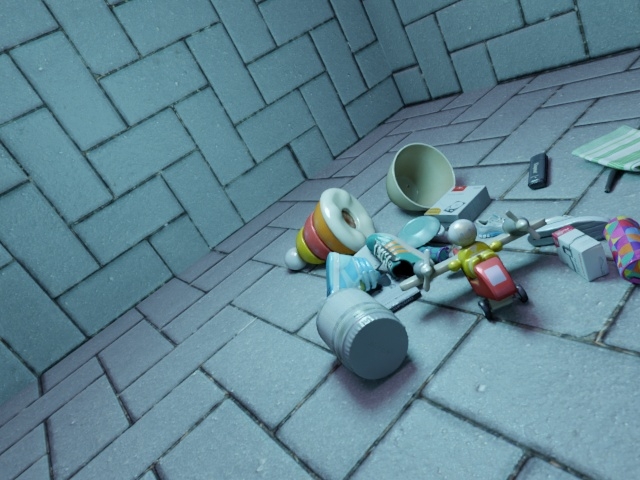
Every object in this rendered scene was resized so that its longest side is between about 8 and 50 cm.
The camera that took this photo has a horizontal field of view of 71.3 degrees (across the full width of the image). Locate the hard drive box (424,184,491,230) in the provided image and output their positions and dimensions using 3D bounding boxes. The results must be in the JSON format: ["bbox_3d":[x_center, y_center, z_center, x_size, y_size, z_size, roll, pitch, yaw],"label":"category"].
[{"bbox_3d":[0.599,-0.141,1.951,0.232,0.089,0.181,-41,25,-28],"label":"hard drive box"}]

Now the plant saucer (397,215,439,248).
[{"bbox_3d":[0.395,-0.045,1.848,0.195,0.037,0.194,-29,29,18],"label":"plant saucer"}]

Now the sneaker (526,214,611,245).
[{"bbox_3d":[0.819,-0.049,1.476,0.258,0.094,0.091,-8,35,43],"label":"sneaker"}]

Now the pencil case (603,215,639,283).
[{"bbox_3d":[0.871,0.026,1.252,0.105,0.104,0.236,-17,23,29],"label":"pencil case"}]

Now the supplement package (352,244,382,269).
[{"bbox_3d":[0.161,0.118,1.846,0.179,0.105,0.105,-40,-11,-25],"label":"supplement package"}]

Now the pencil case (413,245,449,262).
[{"bbox_3d":[0.434,0.049,1.767,0.070,0.064,0.152,-52,29,-17],"label":"pencil case"}]

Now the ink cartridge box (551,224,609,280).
[{"bbox_3d":[0.770,0.036,1.327,0.063,0.109,0.150,-26,22,6],"label":"ink cartridge box"}]

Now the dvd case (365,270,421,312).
[{"bbox_3d":[0.257,0.198,1.706,0.180,0.029,0.238,-30,23,-4],"label":"dvd case"}]

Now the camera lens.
[{"bbox_3d":[0.124,0.286,1.419,0.220,0.219,0.274,-33,22,-10],"label":"camera lens"}]

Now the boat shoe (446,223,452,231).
[{"bbox_3d":[0.563,-0.034,1.821,0.043,0.049,0.137,-38,28,-15],"label":"boat shoe"}]

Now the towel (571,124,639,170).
[{"bbox_3d":[1.174,-0.354,1.697,0.248,0.038,0.324,-26,25,2],"label":"towel"}]

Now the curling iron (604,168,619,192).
[{"bbox_3d":[1.113,-0.262,1.662,0.274,0.035,0.068,-40,24,-27],"label":"curling iron"}]

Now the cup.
[{"bbox_3d":[0.455,-0.277,2.192,0.331,0.331,0.237,-39,-1,-23],"label":"cup"}]

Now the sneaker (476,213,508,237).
[{"bbox_3d":[0.681,-0.063,1.692,0.191,0.082,0.071,-10,27,36],"label":"sneaker"}]

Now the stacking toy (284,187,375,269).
[{"bbox_3d":[0.000,0.000,2.193,0.480,0.350,0.350,-36,15,34],"label":"stacking toy"}]

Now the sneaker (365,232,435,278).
[{"bbox_3d":[0.283,0.066,1.724,0.302,0.108,0.121,28,44,34],"label":"sneaker"}]

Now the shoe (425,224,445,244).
[{"bbox_3d":[0.461,-0.024,1.872,0.063,0.081,0.178,-42,27,-20],"label":"shoe"}]

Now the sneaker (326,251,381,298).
[{"bbox_3d":[0.130,0.198,1.680,0.209,0.318,0.127,2,-18,-9],"label":"sneaker"}]

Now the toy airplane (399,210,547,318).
[{"bbox_3d":[0.488,0.040,1.445,0.385,0.272,0.386,-4,33,48],"label":"toy airplane"}]

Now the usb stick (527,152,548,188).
[{"bbox_3d":[0.948,-0.305,1.942,0.077,0.045,0.278,-12,28,34],"label":"usb stick"}]
